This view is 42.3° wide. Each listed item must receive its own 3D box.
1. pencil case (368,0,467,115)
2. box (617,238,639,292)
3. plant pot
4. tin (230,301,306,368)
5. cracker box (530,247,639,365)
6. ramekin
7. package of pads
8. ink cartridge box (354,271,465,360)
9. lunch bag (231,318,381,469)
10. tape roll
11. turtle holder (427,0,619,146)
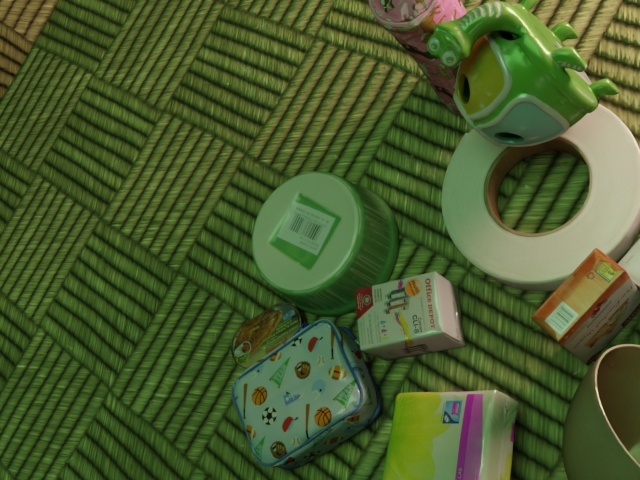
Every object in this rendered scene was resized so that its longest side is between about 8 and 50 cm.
[{"bbox_3d":[0.240,-0.391,1.614,0.167,0.386,0.160,28,87,36],"label":"pencil case"},{"bbox_3d":[0.634,0.046,1.391,0.182,0.119,0.181,-50,56,5],"label":"box"},{"bbox_3d":[0.496,0.334,1.308,0.191,0.284,0.284,-57,49,40],"label":"plant pot"},{"bbox_3d":[-0.113,0.213,1.821,0.190,0.040,0.106,-32,56,17],"label":"tin"},{"bbox_3d":[0.460,0.118,1.399,0.156,0.232,0.067,-49,57,7],"label":"cracker box"},{"bbox_3d":[0.000,0.000,1.761,0.303,0.148,0.303,-10,68,27],"label":"ramekin"},{"bbox_3d":[0.218,0.417,1.467,0.229,0.101,0.296,-11,57,42],"label":"package of pads"},{"bbox_3d":[0.176,0.151,1.617,0.176,0.127,0.128,-15,66,24],"label":"ink cartridge box"},{"bbox_3d":[-0.029,0.309,1.693,0.303,0.115,0.243,-36,56,16],"label":"lunch bag"},{"bbox_3d":[0.425,-0.096,1.594,0.392,0.072,0.392,-10,69,27],"label":"tape roll"},{"bbox_3d":[0.352,-0.290,1.476,0.227,0.320,0.243,-40,73,28],"label":"turtle holder"}]
